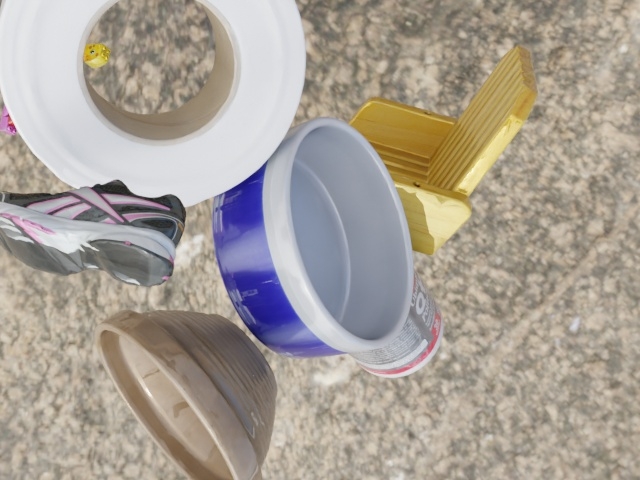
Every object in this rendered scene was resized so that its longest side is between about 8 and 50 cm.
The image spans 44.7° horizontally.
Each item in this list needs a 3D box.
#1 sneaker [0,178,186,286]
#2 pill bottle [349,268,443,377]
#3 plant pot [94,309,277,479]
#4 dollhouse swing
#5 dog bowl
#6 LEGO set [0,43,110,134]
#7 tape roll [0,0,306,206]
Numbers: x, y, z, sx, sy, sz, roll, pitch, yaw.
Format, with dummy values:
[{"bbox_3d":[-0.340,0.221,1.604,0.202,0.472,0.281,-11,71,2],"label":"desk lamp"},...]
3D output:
[{"bbox_3d":[-0.190,-0.016,0.640,0.178,0.077,0.072,13,142,11],"label":"sneaker"},{"bbox_3d":[0.071,0.085,1.234,0.176,0.176,0.318,-34,142,5],"label":"pill bottle"},{"bbox_3d":[-0.124,0.156,0.826,0.110,0.237,0.237,-37,121,-30],"label":"plant pot"},{"bbox_3d":[0.168,-0.204,1.359,0.315,0.347,0.305,17,123,2],"label":"dollhouse swing"},{"bbox_3d":[0.000,0.000,0.890,0.104,0.265,0.265,-15,121,32],"label":"dog bowl"},{"bbox_3d":[-0.347,-0.242,1.058,0.093,0.087,0.227,4,79,19],"label":"LEGO set"},{"bbox_3d":[-0.160,-0.178,0.752,0.286,0.100,0.286,-8,117,-17],"label":"tape roll"}]
